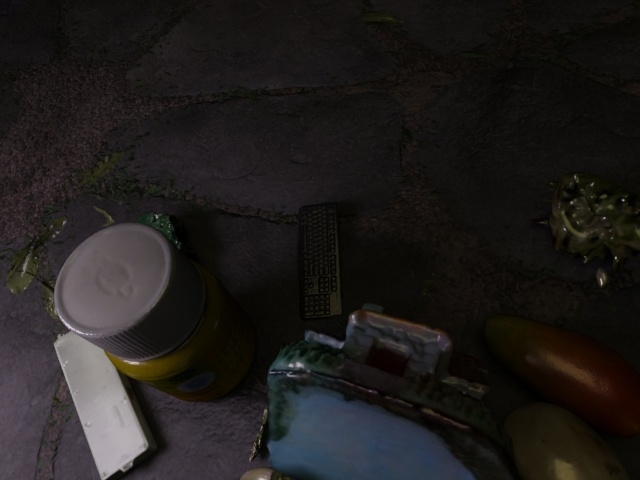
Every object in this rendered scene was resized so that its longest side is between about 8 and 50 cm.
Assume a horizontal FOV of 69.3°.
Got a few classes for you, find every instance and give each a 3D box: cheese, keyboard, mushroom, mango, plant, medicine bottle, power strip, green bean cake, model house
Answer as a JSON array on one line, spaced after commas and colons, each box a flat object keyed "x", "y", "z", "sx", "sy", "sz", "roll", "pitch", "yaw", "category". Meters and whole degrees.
[{"x": -0.112, "y": 0.418, "z": 0.785, "sx": 0.192, "sy": 0.097, "sz": 0.037, "roll": -26, "pitch": 32, "yaw": 41, "category": "cheese"}, {"x": -0.002, "y": -0.007, "z": 1.062, "sx": 0.103, "sy": 0.041, "sz": 0.381, "roll": -6, "pitch": 60, "yaw": 7, "category": "keyboard"}, {"x": 0.345, "y": 0.368, "z": 0.710, "sx": 0.215, "sy": 0.207, "sz": 0.207, "roll": -50, "pitch": 58, "yaw": 20, "category": "mushroom"}, {"x": 0.415, "y": 0.220, "z": 0.801, "sx": 0.289, "sy": 0.129, "sz": 0.146, "roll": 24, "pitch": 41, "yaw": 26, "category": "mango"}, {"x": 0.617, "y": -0.046, "z": 0.958, "sx": 0.333, "sy": 0.180, "sz": 0.251, "roll": -8, "pitch": 45, "yaw": -32, "category": "plant"}, {"x": -0.267, "y": 0.144, "z": 0.828, "sx": 0.224, "sy": 0.384, "sz": 0.224, "roll": -4, "pitch": 60, "yaw": 7, "category": "medicine bottle"}, {"x": -0.457, "y": 0.312, "z": 0.967, "sx": 0.106, "sy": 0.043, "sz": 0.367, "roll": -34, "pitch": 61, "yaw": -9, "category": "power strip"}, {"x": -0.352, "y": 0.036, "z": 1.070, "sx": 0.193, "sy": 0.107, "sz": 0.208, "roll": 3, "pitch": 60, "yaw": 14, "category": "green bean cake"}, {"x": 0.139, "y": 0.240, "z": 0.789, "sx": 0.360, "sy": 0.297, "sz": 0.339, "roll": 13, "pitch": 33, "yaw": 18, "category": "model house"}]

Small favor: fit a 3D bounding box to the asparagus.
[{"x": -0.099, "y": 0.313, "z": 0.910, "sx": 0.023, "sy": 0.022, "sz": 0.233, "roll": 29, "pitch": 58, "yaw": -24, "category": "asparagus"}]
